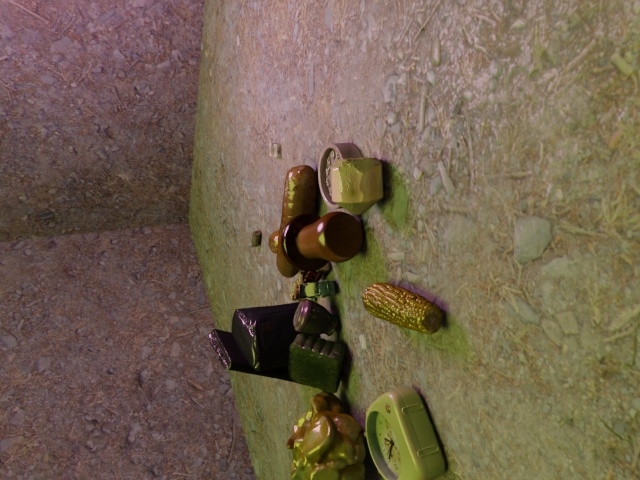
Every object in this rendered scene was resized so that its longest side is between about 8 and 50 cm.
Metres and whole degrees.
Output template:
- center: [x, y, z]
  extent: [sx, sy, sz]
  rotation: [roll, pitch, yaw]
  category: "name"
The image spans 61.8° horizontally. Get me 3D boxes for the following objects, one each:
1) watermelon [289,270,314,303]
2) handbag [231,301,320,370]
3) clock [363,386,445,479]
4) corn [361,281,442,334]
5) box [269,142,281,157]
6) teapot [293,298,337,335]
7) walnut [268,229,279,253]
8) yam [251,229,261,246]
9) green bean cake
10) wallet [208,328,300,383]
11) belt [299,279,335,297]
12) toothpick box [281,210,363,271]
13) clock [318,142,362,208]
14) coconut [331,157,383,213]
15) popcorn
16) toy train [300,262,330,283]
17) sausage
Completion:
- center: [-0.059, 0.179, 2.019]
  extent: [0.101, 0.080, 0.155]
  rotation: [22, 102, 54]
  category: "watermelon"
- center: [-0.158, 0.344, 2.012]
  extent: [0.275, 0.301, 0.178]
  rotation: [39, 125, 56]
  category: "handbag"
- center: [0.206, 0.549, 1.462]
  extent: [0.308, 0.096, 0.235]
  rotation: [120, 136, -55]
  category: "clock"
- center: [0.194, 0.166, 1.370]
  extent: [0.310, 0.101, 0.102]
  rotation: [-170, 74, -68]
  category: "corn"
- center: [-0.186, -0.372, 2.197]
  extent: [0.083, 0.024, 0.054]
  rotation: [-150, 55, -62]
  category: "box"
- center: [-0.018, 0.280, 1.844]
  extent: [0.148, 0.146, 0.116]
  rotation: [128, 159, -54]
  category: "teapot"
- center: [-0.156, 0.009, 2.147]
  extent: [0.124, 0.105, 0.105]
  rotation: [-159, 64, -64]
  category: "walnut"
- center: [-0.310, -0.008, 2.576]
  extent: [0.043, 0.043, 0.094]
  rotation: [-121, 31, -43]
  category: "yam"
- center: [-0.013, 0.417, 1.831]
  extent: [0.094, 0.185, 0.183]
  rotation: [-62, -20, -53]
  category: "green bean cake"
- center: [-0.230, 0.461, 2.095]
  extent: [0.062, 0.406, 0.228]
  rotation: [-58, 39, 12]
  category: "wallet"
- center: [-0.010, 0.171, 1.836]
  extent: [0.140, 0.105, 0.058]
  rotation: [-14, 79, 42]
  category: "belt"
- center: [0.000, 0.000, 1.676]
  extent: [0.294, 0.192, 0.192]
  rotation: [-9, 88, 62]
  category: "toothpick box"
- center: [0.062, -0.194, 1.612]
  extent: [0.197, 0.068, 0.197]
  rotation: [172, 90, -67]
  category: "clock"
- center: [0.100, -0.148, 1.450]
  extent: [0.147, 0.147, 0.153]
  rotation: [-160, 68, -65]
  category: "coconut"
- center: [0.037, 0.688, 1.749]
  extent: [0.292, 0.293, 0.334]
  rotation: [-54, 26, -10]
  category: "popcorn"
- center: [-0.021, 0.111, 1.878]
  extent: [0.138, 0.087, 0.050]
  rotation: [118, 147, -58]
  category: "toy train"
- center: [-0.092, -0.047, 1.948]
  extent: [0.136, 0.123, 0.501]
  rotation: [-120, 31, -47]
  category: "sausage"
